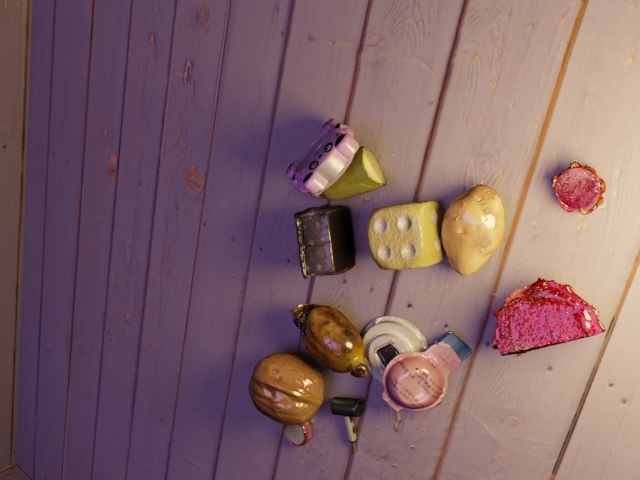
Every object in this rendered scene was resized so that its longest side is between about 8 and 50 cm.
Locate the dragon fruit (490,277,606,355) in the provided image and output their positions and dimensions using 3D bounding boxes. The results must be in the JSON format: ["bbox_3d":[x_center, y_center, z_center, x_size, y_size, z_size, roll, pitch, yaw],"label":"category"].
[{"bbox_3d":[0.542,0.195,1.342,0.262,0.189,0.163,-24,45,31],"label":"dragon fruit"}]

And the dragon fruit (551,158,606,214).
[{"bbox_3d":[0.603,-0.124,1.291,0.126,0.068,0.112,49,133,4],"label":"dragon fruit"}]

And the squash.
[{"bbox_3d":[0.079,-0.177,1.641,0.287,0.137,0.137,-25,83,50],"label":"squash"}]

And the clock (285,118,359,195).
[{"bbox_3d":[0.009,-0.230,1.570,0.090,0.248,0.227,38,97,-19],"label":"clock"}]

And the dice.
[{"bbox_3d":[0.237,-0.016,1.502,0.166,0.169,0.169,-5,95,37],"label":"dice"}]

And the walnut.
[{"bbox_3d":[-0.109,0.482,1.812,0.261,0.225,0.224,15,106,27],"label":"walnut"}]

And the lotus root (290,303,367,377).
[{"bbox_3d":[0.040,0.309,1.710,0.314,0.141,0.169,43,135,29],"label":"lotus root"}]

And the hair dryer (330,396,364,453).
[{"bbox_3d":[0.100,0.599,1.786,0.100,0.057,0.197,-3,104,36],"label":"hair dryer"}]

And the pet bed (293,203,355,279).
[{"bbox_3d":[0.000,0.000,1.670,0.159,0.183,0.210,-5,98,30],"label":"pet bed"}]

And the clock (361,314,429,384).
[{"bbox_3d":[0.213,0.344,1.654,0.237,0.053,0.236,7,101,36],"label":"clock"}]

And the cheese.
[{"bbox_3d":[0.294,0.375,1.561,0.189,0.074,0.286,42,104,-4],"label":"cheese"}]

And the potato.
[{"bbox_3d":[0.383,-0.028,1.423,0.161,0.128,0.234,44,125,26],"label":"potato"}]

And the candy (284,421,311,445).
[{"bbox_3d":[-0.078,0.660,1.920,0.103,0.043,0.103,7,101,34],"label":"candy"}]
